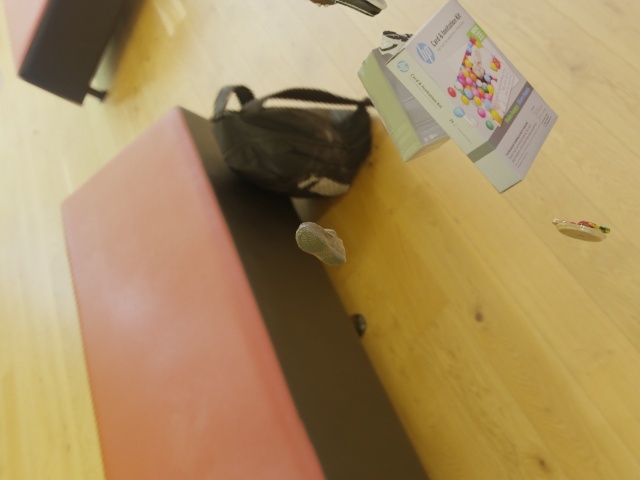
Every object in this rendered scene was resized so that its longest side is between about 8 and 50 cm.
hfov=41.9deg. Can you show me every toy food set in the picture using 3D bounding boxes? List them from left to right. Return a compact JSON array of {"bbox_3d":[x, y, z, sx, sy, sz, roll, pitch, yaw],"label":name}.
[{"bbox_3d":[0.421,-0.017,1.347,0.083,0.082,0.020,-5,67,70],"label":"toy food set"}]

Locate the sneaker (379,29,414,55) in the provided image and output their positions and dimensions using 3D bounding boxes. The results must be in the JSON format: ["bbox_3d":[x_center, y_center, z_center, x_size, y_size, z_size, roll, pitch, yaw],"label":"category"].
[{"bbox_3d":[0.161,-0.375,1.616,0.040,0.109,0.044,-109,32,-45],"label":"sneaker"}]

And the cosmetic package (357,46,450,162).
[{"bbox_3d":[0.184,-0.303,1.805,0.238,0.107,0.127,66,163,4],"label":"cosmetic package"}]

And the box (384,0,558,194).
[{"bbox_3d":[0.170,-0.162,0.914,0.038,0.186,0.145,-37,10,46],"label":"box"}]

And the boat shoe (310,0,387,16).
[{"bbox_3d":[-0.010,-0.512,1.632,0.091,0.302,0.114,-53,21,26],"label":"boat shoe"}]

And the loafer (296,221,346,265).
[{"bbox_3d":[0.000,0.000,1.552,0.056,0.148,0.050,-13,59,22],"label":"loafer"}]
